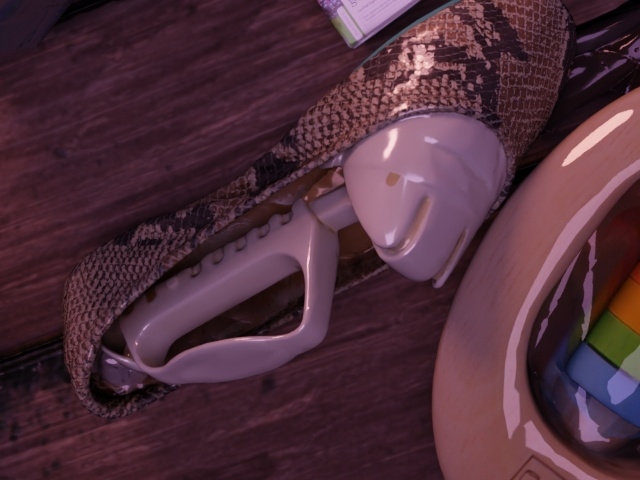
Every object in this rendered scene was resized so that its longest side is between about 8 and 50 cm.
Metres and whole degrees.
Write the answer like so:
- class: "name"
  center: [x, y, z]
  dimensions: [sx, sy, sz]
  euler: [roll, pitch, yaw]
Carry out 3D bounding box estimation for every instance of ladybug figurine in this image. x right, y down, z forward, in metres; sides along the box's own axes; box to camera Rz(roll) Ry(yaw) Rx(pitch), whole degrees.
- class: "ladybug figurine"
  center: [0.261, 0.057, 1.203]
  dimensions: [0.305, 0.162, 0.449]
  euler: [38, 101, -2]

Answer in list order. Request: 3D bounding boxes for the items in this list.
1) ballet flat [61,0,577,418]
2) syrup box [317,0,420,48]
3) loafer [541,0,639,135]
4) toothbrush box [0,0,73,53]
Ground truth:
- class: "ballet flat"
  center: [0.000, 0.000, 1.181]
  dimensions: [0.483, 0.182, 0.164]
  euler: [-32, 127, 19]
- class: "syrup box"
  center: [-0.002, -0.272, 1.212]
  dimensions: [0.096, 0.093, 0.237]
  euler: [-35, 94, 11]
- class: "loafer"
  center: [0.248, -0.146, 1.219]
  dimensions: [0.220, 0.080, 0.078]
  euler: [-21, 101, 19]
- class: "toothbrush box"
  center: [-0.230, -0.250, 1.139]
  dimensions: [0.126, 0.295, 0.216]
  euler: [40, 101, -3]
